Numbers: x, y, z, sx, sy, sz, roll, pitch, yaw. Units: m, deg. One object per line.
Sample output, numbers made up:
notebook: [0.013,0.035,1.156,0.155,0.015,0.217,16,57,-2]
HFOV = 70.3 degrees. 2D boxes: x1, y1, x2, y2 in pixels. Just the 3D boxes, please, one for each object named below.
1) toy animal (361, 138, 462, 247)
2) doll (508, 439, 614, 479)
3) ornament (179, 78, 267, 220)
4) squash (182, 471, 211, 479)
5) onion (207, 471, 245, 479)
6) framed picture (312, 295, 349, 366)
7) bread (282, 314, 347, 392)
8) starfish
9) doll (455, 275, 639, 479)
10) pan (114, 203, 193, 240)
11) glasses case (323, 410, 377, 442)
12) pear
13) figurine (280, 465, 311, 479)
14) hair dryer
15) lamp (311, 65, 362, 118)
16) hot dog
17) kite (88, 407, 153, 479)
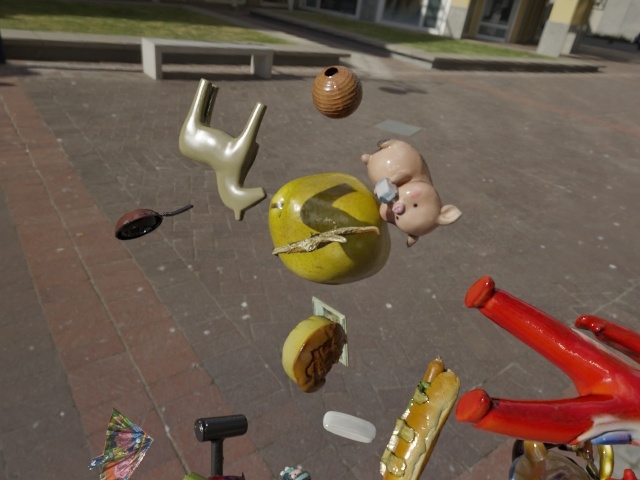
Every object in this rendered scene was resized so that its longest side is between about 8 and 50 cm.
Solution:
toy animal: [0.247,-0.141,1.299,0.213,0.195,0.256,11,60,-40]
doll: [0.591,0.610,1.152,0.209,0.339,0.317,17,70,26]
ornament: [-0.193,-0.184,0.953,0.230,0.244,0.061,24,8,13]
squash: [-0.258,0.581,1.006,0.184,0.191,0.085,19,20,-25]
onion: [-0.351,0.861,1.525,0.198,0.173,0.135,11,53,-30]
framed picture: [0.040,0.393,1.956,0.017,0.274,0.217,-24,32,-33]
bread: [-0.018,0.228,0.939,0.086,0.156,0.125,24,-11,43]
starfish: [0.001,-0.002,1.058,0.248,0.050,0.138,-9,3,43]
doll: [0.319,0.167,0.445,0.384,0.099,0.188,21,52,-5]
pan: [-0.240,-0.035,0.653,0.115,0.068,0.023,-24,78,-12]
glasses case: [0.104,0.663,1.621,0.194,0.049,0.074,15,31,6]
pear: [0.036,-0.033,1.428,0.418,0.362,0.362,29,16,-35]
figurine: [-0.068,0.614,1.172,0.060,0.047,0.106,-10,-5,-36]
hair dryer: [-0.395,0.813,1.777,0.197,0.251,0.089,7,-6,-37]
lamp: [0.043,-0.384,1.179,0.137,0.136,0.136,7,29,-4]
hot dog: [0.187,0.350,0.867,0.072,0.269,0.109,27,-11,2]
kite: [-0.537,0.583,1.227,0.234,0.016,0.321,-25,47,13]
